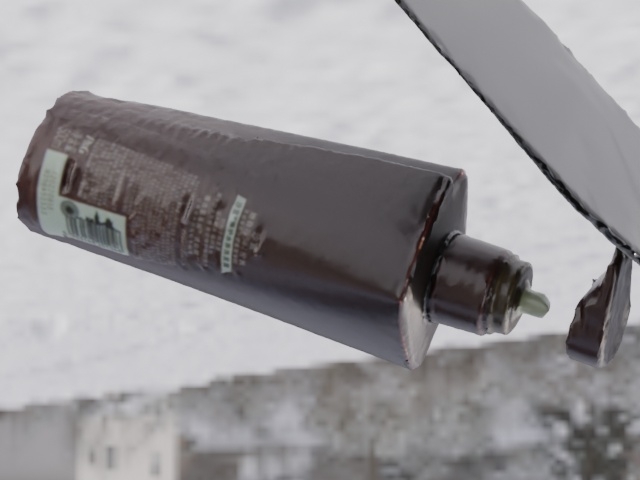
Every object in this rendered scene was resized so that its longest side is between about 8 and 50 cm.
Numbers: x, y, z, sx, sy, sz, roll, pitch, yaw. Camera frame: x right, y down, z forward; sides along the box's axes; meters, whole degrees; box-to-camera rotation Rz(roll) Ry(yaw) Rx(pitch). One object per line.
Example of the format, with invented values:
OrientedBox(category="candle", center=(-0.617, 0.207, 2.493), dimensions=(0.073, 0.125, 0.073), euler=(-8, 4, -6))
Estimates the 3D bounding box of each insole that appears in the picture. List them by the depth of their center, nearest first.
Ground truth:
OrientedBox(category="insole", center=(0.127, -0.004, 0.679), dimensions=(0.009, 0.119, 0.348), euler=(-39, 118, 23))

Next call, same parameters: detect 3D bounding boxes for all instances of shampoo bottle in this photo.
OrientedBox(category="shampoo bottle", center=(0.001, -0.002, 0.728), dimensions=(0.236, 0.067, 0.068), euler=(17, 149, 19))
